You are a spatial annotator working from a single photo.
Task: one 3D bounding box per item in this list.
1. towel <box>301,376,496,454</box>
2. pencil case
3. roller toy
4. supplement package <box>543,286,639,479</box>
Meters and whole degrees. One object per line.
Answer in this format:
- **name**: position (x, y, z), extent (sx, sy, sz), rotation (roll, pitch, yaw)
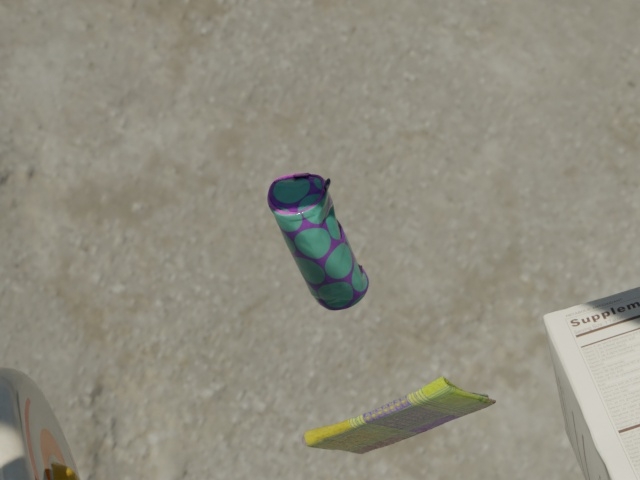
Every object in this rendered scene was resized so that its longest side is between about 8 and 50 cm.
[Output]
- **towel**: position (0.037, 0.086, 0.667), extent (0.060, 0.083, 0.009), rotation (23, 48, -55)
- **pencil case**: position (0.000, 0.000, 1.396), extent (0.065, 0.151, 0.070), rotation (2, 46, 27)
- **roller toy**: position (-0.242, 0.192, 0.978), extent (0.146, 0.191, 0.209), rotation (-18, 56, -2)
- **supplement package**: position (0.246, 0.152, 0.862), extent (0.139, 0.133, 0.244), rotation (-17, 44, 2)
